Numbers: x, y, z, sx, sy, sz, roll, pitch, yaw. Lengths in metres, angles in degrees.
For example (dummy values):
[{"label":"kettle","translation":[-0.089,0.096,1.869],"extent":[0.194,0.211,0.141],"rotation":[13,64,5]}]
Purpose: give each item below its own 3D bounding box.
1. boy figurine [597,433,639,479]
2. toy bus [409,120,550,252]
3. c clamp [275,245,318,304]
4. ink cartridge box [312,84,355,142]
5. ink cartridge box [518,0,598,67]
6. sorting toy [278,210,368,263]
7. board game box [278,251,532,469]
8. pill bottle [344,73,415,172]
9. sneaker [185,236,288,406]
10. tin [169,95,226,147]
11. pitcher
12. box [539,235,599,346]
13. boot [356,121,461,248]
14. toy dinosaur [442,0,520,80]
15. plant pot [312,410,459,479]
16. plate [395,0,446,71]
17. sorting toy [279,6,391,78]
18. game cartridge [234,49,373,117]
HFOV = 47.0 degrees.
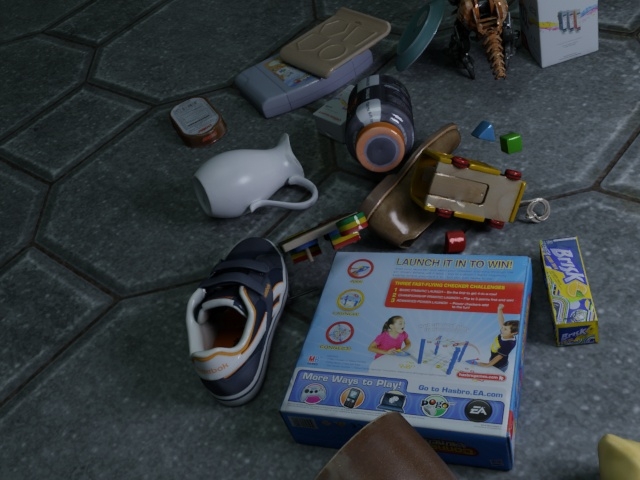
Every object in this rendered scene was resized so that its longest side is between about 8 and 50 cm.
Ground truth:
[{"label":"boy figurine","translation":[0.411,0.316,0.779],"extent":[0.177,0.092,0.285],"rotation":[-39,44,-21]},{"label":"toy bus","translation":[0.251,-0.089,1.229],"extent":[0.191,0.202,0.104],"rotation":[-31,24,-2]},{"label":"c clamp","translation":[-0.082,0.060,1.291],"extent":[0.137,0.022,0.161],"rotation":[-23,43,4]},{"label":"ink cartridge box","translation":[0.058,-0.269,1.562],"extent":[0.122,0.052,0.088],"rotation":[-42,46,-22]},{"label":"ink cartridge box","translation":[0.492,-0.480,1.530],"extent":[0.127,0.176,0.128],"rotation":[-16,41,3]},{"label":"sorting toy","translation":[0.000,0.000,1.225],"extent":[0.132,0.046,0.274],"rotation":[-24,4,-5]},{"label":"board game box","translation":[0.134,0.155,1.056],"extent":[0.308,0.086,0.302],"rotation":[2,45,22]},{"label":"pill bottle","translation":[0.112,-0.217,1.389],"extent":[0.130,0.130,0.246],"rotation":[-11,28,10]},{"label":"sneaker","translation":[-0.130,0.093,1.178],"extent":[0.126,0.127,0.321],"rotation":[-12,44,16]},{"label":"tin","translation":[-0.290,-0.279,1.717],"extent":[0.106,0.040,0.190],"rotation":[-32,43,-8]},{"label":"pitcher","translation":[-0.124,-0.105,1.417],"extent":[0.207,0.125,0.178],"rotation":[-23,56,-21]},{"label":"box","translation":[0.363,0.072,1.083],"extent":[0.059,0.054,0.169],"rotation":[-7,42,13]},{"label":"boot","translation":[0.187,-0.098,1.322],"extent":[0.115,0.112,0.305],"rotation":[36,56,10]},{"label":"toy dinosaur","translation":[0.324,-0.460,1.521],"extent":[0.164,0.218,0.322],"rotation":[7,64,18]},{"label":"plant pot","translation":[0.107,0.343,0.801],"extent":[0.230,0.215,0.215],"rotation":[36,64,26]},{"label":"plate","translation":[0.215,-0.466,1.642],"extent":[0.188,0.024,0.188],"rotation":[-54,18,27]},{"label":"sorting toy","translation":[0.034,-0.457,1.712],"extent":[0.208,0.038,0.193],"rotation":[-41,46,-16]},{"label":"game cartridge","translation":[-0.036,-0.399,1.737],"extent":[0.297,0.062,0.198],"rotation":[-30,38,-12]}]
